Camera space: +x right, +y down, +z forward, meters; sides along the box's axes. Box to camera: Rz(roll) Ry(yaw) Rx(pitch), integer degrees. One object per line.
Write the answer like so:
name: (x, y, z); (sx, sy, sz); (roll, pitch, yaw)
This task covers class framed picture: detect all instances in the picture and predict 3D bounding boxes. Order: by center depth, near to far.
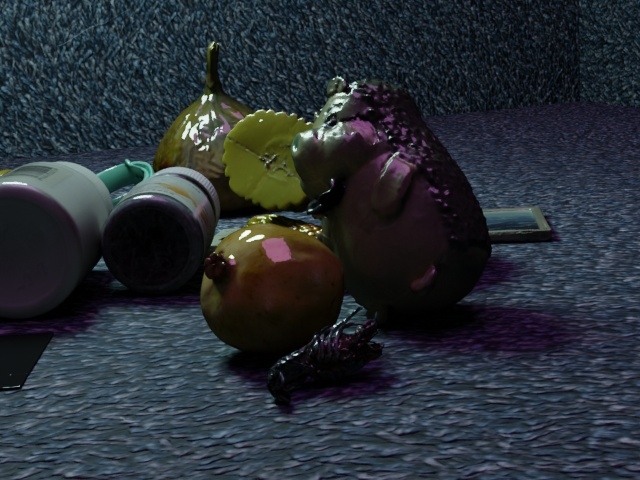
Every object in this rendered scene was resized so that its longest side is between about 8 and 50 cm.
framed picture: (0.249, -0.026, 2.228); (0.335, 0.022, 0.247); (-2, 11, 6)

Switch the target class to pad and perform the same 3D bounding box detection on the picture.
pad: (-0.448, 0.159, 1.568); (0.163, 0.004, 0.243); (-4, 11, -1)

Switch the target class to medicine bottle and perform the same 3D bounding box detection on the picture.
medicine bottle: (-0.446, -0.016, 1.906); (0.208, 0.208, 0.340); (-3, 11, 1)
medicine bottle: (-0.256, -0.024, 1.976); (0.165, 0.165, 0.273); (-3, 16, 3)

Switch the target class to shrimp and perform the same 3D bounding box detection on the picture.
shrimp: (-0.001, 0.131, 1.402); (0.174, 0.082, 0.076); (-21, 24, -35)

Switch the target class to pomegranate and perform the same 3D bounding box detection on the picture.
pomegranate: (-0.068, 0.059, 1.526); (0.196, 0.196, 0.196); (-3, 12, 1)

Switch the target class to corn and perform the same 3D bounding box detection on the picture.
corn: (-0.059, 0.010, 1.955); (0.106, 0.106, 0.293); (-9, 9, -24)

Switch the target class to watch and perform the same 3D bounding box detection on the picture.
watch: (-0.429, -0.100, 2.508); (0.195, 0.068, 0.237); (-20, 21, 3)

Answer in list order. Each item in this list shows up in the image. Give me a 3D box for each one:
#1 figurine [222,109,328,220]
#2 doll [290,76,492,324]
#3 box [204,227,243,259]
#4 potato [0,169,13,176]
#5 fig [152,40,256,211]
figurine: (-0.015, -0.090, 2.038); (0.187, 0.168, 0.315); (2, -14, 24)
doll: (0.090, -0.062, 1.675); (0.247, 0.350, 0.247); (-13, -19, -5)
box: (-0.158, 0.005, 2.171); (0.090, 0.024, 0.167); (-3, 12, 14)
potato: (-0.591, -0.055, 2.288); (0.203, 0.158, 0.178); (-17, 16, -36)
fig: (-0.211, -0.241, 2.572); (0.286, 0.369, 0.286); (5, 14, -1)
